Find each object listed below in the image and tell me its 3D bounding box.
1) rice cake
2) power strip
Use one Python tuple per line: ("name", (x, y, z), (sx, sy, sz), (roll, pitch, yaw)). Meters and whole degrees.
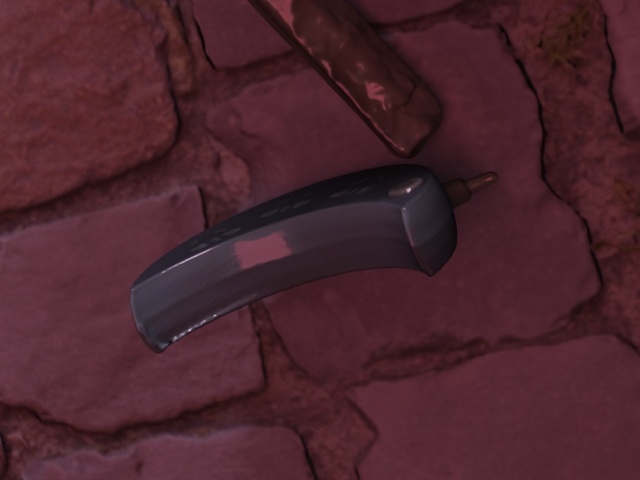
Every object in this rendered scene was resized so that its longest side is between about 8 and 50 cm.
("rice cake", (-0.012, -0.161, 0.954), (0.256, 0.057, 0.052), (47, 116, 1))
("power strip", (0.000, 0.000, 0.937), (0.253, 0.167, 0.054), (-18, 106, 19))
